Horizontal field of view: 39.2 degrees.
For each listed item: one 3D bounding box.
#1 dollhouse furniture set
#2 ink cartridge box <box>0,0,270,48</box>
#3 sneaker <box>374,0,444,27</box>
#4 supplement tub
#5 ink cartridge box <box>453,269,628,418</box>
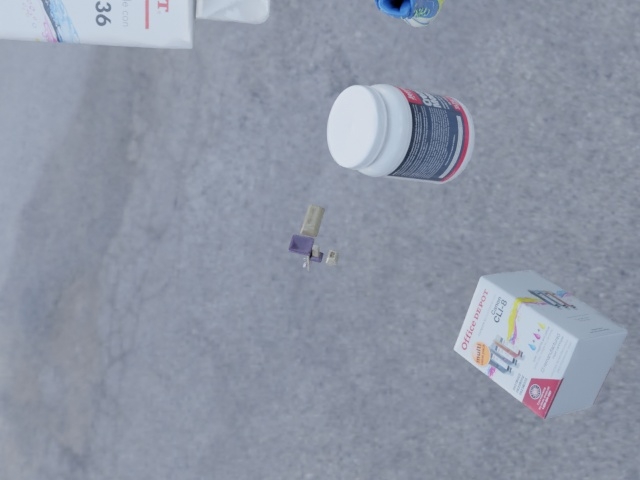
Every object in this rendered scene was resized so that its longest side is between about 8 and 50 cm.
[{"bbox_3d":[0.000,0.000,1.657,0.081,0.090,0.114,88,-164,-60],"label":"dollhouse furniture set"},{"bbox_3d":[-0.119,-0.160,0.441,0.067,0.198,0.115,-104,17,-63],"label":"ink cartridge box"},{"bbox_3d":[0.111,-0.342,1.236,0.091,0.240,0.126,23,74,17],"label":"sneaker"},{"bbox_3d":[0.170,-0.222,1.881,0.191,0.272,0.191,-6,82,53],"label":"supplement tub"},{"bbox_3d":[0.301,0.138,1.248,0.176,0.127,0.128,37,119,42],"label":"ink cartridge box"}]
